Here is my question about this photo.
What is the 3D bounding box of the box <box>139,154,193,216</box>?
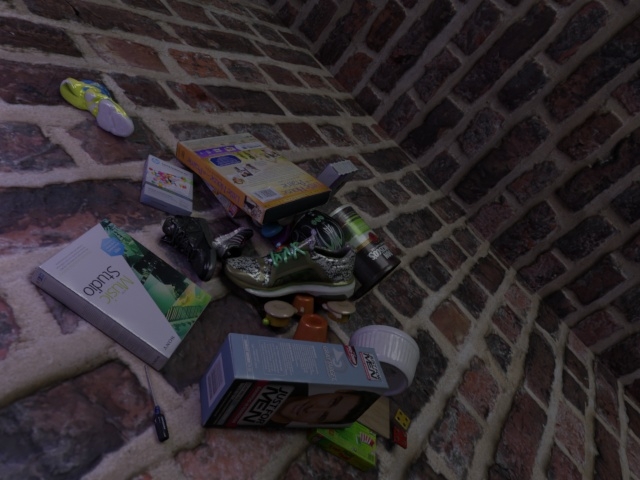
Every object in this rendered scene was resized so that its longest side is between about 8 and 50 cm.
[{"bbox_3d":[-0.448,-0.158,1.429,0.145,0.038,0.186,24,34,-32],"label":"box"}]

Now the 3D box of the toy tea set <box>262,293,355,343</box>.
[{"bbox_3d":[-0.018,0.233,1.418,0.200,0.124,0.336,24,23,29],"label":"toy tea set"}]

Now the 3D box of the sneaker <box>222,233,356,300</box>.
[{"bbox_3d":[-0.074,0.054,1.395,0.410,0.182,0.158,4,26,-22],"label":"sneaker"}]

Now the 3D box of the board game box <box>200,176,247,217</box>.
[{"bbox_3d":[-0.292,-0.169,1.624,0.193,0.045,0.147,50,30,12],"label":"board game box"}]

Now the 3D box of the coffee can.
[{"bbox_3d":[0.115,0.037,1.700,0.275,0.201,0.201,49,30,11],"label":"coffee can"}]

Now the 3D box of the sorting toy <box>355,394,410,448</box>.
[{"bbox_3d":[0.130,0.467,1.323,0.274,0.046,0.132,34,31,-15],"label":"sorting toy"}]

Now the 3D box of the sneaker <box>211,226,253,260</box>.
[{"bbox_3d":[-0.249,0.014,1.429,0.075,0.063,0.170,48,35,9],"label":"sneaker"}]

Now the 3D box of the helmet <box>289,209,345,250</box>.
[{"bbox_3d":[0.000,0.000,1.545,0.161,0.169,0.169,45,29,17],"label":"helmet"}]

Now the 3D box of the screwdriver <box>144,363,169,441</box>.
[{"bbox_3d":[-0.330,0.321,0.977,0.025,0.024,0.170,-10,51,-20],"label":"screwdriver"}]

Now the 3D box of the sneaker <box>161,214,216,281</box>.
[{"bbox_3d":[-0.351,0.015,1.282,0.130,0.087,0.227,14,38,-38],"label":"sneaker"}]

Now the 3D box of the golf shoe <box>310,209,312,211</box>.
[{"bbox_3d":[-0.078,-0.147,1.753,0.273,0.105,0.120,-18,91,-73],"label":"golf shoe"}]

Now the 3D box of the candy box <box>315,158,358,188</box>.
[{"bbox_3d":[0.049,-0.251,2.025,0.070,0.165,0.196,49,29,7],"label":"candy box"}]

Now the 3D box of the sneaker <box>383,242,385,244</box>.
[{"bbox_3d":[0.215,-0.003,2.043,0.119,0.047,0.057,34,11,-19],"label":"sneaker"}]

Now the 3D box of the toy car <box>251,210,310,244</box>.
[{"bbox_3d":[-0.129,-0.053,1.605,0.182,0.159,0.136,-2,89,-52],"label":"toy car"}]

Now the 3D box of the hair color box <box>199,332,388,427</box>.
[{"bbox_3d":[-0.057,0.323,1.085,0.374,0.185,0.114,12,38,-30],"label":"hair color box"}]

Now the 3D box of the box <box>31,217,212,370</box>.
[{"bbox_3d":[-0.426,0.111,1.092,0.322,0.058,0.232,39,30,-9],"label":"box"}]

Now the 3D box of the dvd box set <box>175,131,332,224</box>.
[{"bbox_3d":[-0.213,-0.216,1.563,0.420,0.062,0.307,37,36,25],"label":"dvd box set"}]

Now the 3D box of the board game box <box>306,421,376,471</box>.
[{"bbox_3d":[0.055,0.487,1.209,0.181,0.043,0.092,35,30,-15],"label":"board game box"}]

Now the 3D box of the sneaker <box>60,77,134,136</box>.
[{"bbox_3d":[-0.645,-0.412,1.462,0.240,0.091,0.126,37,29,-9],"label":"sneaker"}]

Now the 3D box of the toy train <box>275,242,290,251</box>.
[{"bbox_3d":[-0.076,0.070,1.576,0.166,0.046,0.125,43,22,4],"label":"toy train"}]

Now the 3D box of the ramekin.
[{"bbox_3d":[0.172,0.348,1.379,0.207,0.207,0.109,36,40,-13],"label":"ramekin"}]
